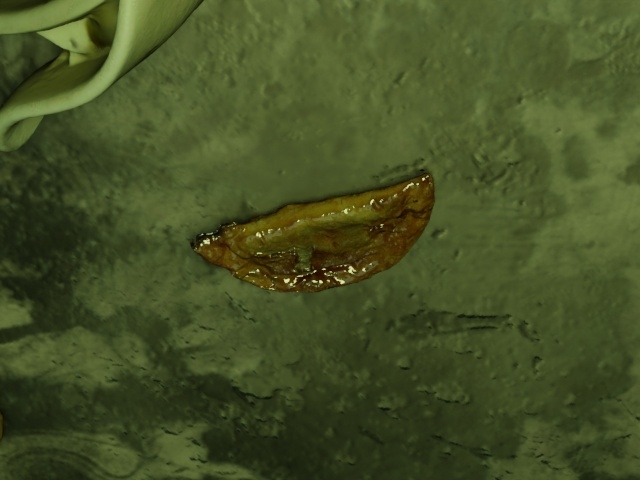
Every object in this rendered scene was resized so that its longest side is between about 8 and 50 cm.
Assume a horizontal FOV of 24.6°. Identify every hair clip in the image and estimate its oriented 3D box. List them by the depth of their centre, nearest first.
[{"bbox_3d":[-0.144,-0.159,0.980,0.282,0.172,0.113,-24,108,31],"label":"hair clip"}]

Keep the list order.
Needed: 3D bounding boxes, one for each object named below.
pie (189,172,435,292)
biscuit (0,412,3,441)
[{"bbox_3d":[0.002,0.001,1.128,0.191,0.033,0.088,-14,127,9],"label":"pie"},{"bbox_3d":[-0.419,0.188,1.291,0.302,0.049,0.196,-16,120,15],"label":"biscuit"}]
